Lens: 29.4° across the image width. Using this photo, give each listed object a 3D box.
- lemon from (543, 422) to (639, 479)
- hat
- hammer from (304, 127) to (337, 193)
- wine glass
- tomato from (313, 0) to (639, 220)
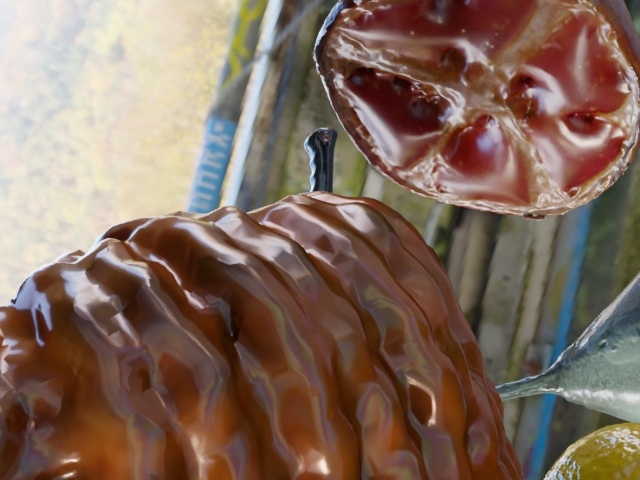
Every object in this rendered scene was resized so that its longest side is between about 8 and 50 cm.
[{"bbox_3d":[0.249,0.232,1.019,0.187,0.142,0.142,-49,23,8],"label":"lemon"},{"bbox_3d":[-0.024,0.189,0.437,0.400,0.285,0.285,65,152,4],"label":"hat"},{"bbox_3d":[0.000,0.000,1.381,0.033,0.111,0.287,120,153,-62],"label":"hammer"},{"bbox_3d":[0.312,0.204,1.729,0.267,0.406,0.267,-14,-90,-88],"label":"wine glass"},{"bbox_3d":[0.082,-0.083,0.577,0.155,0.156,0.069,-49,14,49],"label":"tomato"}]
